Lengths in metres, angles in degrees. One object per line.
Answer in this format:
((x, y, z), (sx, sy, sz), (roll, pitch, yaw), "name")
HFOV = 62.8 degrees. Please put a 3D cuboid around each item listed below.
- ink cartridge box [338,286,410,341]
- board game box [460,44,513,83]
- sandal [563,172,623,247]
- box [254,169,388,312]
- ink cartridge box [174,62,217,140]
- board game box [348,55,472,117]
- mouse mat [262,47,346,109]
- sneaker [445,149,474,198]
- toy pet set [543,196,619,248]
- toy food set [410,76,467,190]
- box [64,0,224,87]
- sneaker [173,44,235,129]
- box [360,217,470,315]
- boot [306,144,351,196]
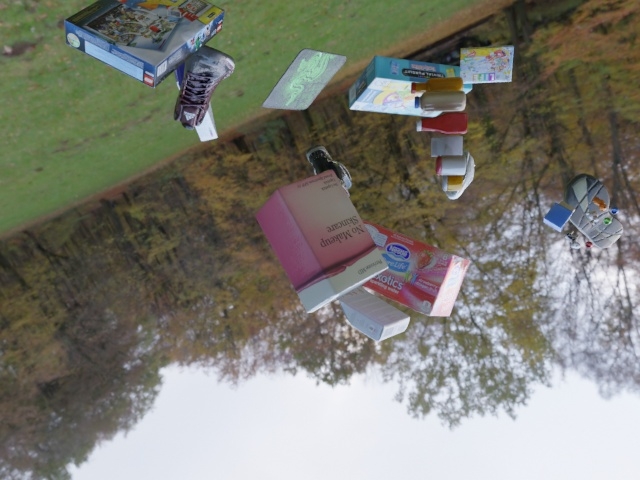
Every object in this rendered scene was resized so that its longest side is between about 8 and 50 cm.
((0.117, 0.192, 1.486), (0.232, 0.066, 0.189), (26, -166, 28), "ink cartridge box")
((0.508, -0.540, 1.612), (0.154, 0.104, 0.026), (1, -150, 14), "board game box")
((0.774, -0.083, 1.517), (0.120, 0.303, 0.086), (-37, -142, 15), "sandal")
((0.000, 0.000, 1.043), (0.148, 0.232, 0.127), (-24, 170, -36), "box")
((-0.420, -0.546, 1.705), (0.071, 0.324, 0.330), (-13, 161, -6), "ink cartridge box")
((0.294, -0.508, 1.765), (0.335, 0.079, 0.254), (2, 172, -15), "board game box")
((-0.039, -0.375, 1.243), (0.152, 0.007, 0.189), (-10, 155, -45), "mouse mat")
((0.558, -0.246, 2.059), (0.090, 0.095, 0.235), (-4, -130, 43), "sneaker")
((0.554, -0.039, 1.139), (0.114, 0.122, 0.065), (37, -129, 24), "toy pet set")
((0.236, -0.216, 1.061), (0.104, 0.233, 0.111), (0, -174, 8), "toy food set")
((-0.288, -0.364, 0.890), (0.233, 0.159, 0.044), (-63, 179, -42), "box")
((-0.268, -0.330, 1.171), (0.106, 0.163, 0.281), (17, -179, -16), "sneaker")
((0.186, 0.058, 1.281), (0.299, 0.154, 0.142), (22, -175, 33), "box")
((0.049, -0.181, 1.674), (0.085, 0.236, 0.179), (-32, -127, 14), "boot")
